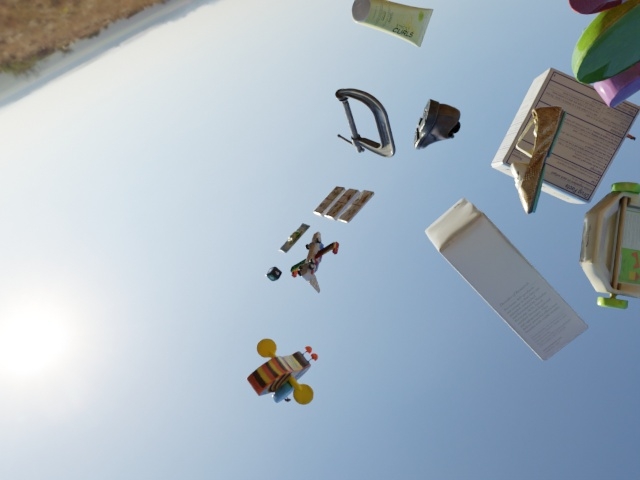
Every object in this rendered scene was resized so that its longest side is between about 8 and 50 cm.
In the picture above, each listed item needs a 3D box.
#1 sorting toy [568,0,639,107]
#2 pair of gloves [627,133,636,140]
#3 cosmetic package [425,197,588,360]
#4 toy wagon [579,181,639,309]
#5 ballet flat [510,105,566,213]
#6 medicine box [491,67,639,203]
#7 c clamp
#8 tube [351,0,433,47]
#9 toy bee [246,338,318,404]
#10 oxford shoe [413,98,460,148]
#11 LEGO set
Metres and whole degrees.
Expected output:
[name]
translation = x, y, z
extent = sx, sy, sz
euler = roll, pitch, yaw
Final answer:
[sorting toy]
translation = 0.283, -0.255, 0.506
extent = 0.127, 0.366, 0.126
euler = -34, -112, 22
[pair of gloves]
translation = 0.880, -0.307, 1.494
extent = 0.083, 0.010, 0.074
euler = -5, -151, -5
[cosmetic package]
translation = 0.525, 0.104, 1.458
extent = 0.161, 0.453, 0.230
euler = -43, -171, 12
[toy wagon]
translation = 0.727, 0.026, 1.106
extent = 0.345, 0.267, 0.068
euler = 9, 177, -16
[ballet flat]
translation = 0.394, -0.152, 0.939
extent = 0.067, 0.073, 0.206
euler = 17, -93, 20
[medicine box]
translation = 0.677, -0.287, 1.420
extent = 0.289, 0.264, 0.149
euler = -65, 177, 9
[c clamp]
translation = 0.061, -0.187, 0.810
extent = 0.137, 0.160, 0.022
euler = 36, -106, 27
[tube]
translation = 0.177, -0.519, 1.182
extent = 0.240, 0.062, 0.070
euler = -6, 166, -42
[toy bee]
translation = -0.092, 0.336, 1.347
extent = 0.162, 0.195, 0.298
euler = -42, -179, -5
[oxford shoe]
translation = 0.275, -0.258, 1.193
extent = 0.096, 0.082, 0.227
euler = 11, 177, 0
[LEGO set]
translation = 0.000, 0.000, 0.994
extent = 0.244, 0.060, 0.182
euler = -48, -158, -8
